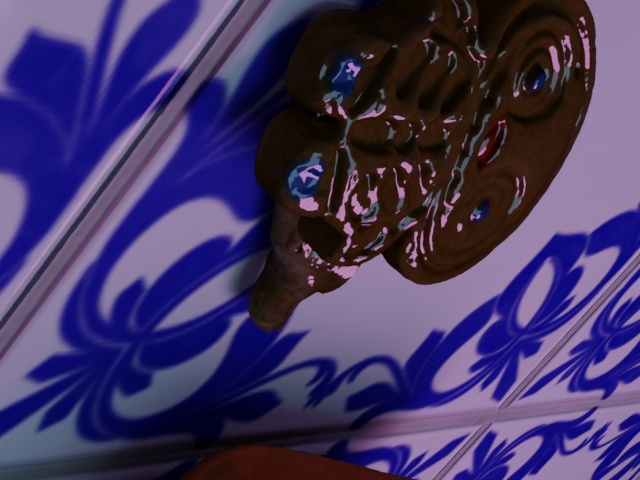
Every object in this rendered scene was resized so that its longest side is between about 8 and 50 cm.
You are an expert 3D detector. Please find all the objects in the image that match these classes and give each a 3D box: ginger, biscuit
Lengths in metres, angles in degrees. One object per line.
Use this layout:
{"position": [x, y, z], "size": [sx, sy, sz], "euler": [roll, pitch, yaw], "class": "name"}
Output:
{"position": [0.001, 0.001, 0.569], "size": [0.048, 0.030, 0.097], "euler": [-26, 148, -35], "class": "ginger"}
{"position": [0.046, -0.038, 0.542], "size": [0.175, 0.026, 0.124], "euler": [-4, 120, -51], "class": "biscuit"}

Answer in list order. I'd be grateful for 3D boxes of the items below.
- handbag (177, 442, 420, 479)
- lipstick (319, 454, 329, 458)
{"position": [-0.053, 0.299, 0.712], "size": [0.410, 0.116, 0.303], "euler": [-55, 144, 9], "class": "handbag"}
{"position": [-0.107, 0.183, 0.693], "size": [0.312, 0.051, 0.051], "euler": [-20, 145, -36], "class": "lipstick"}
